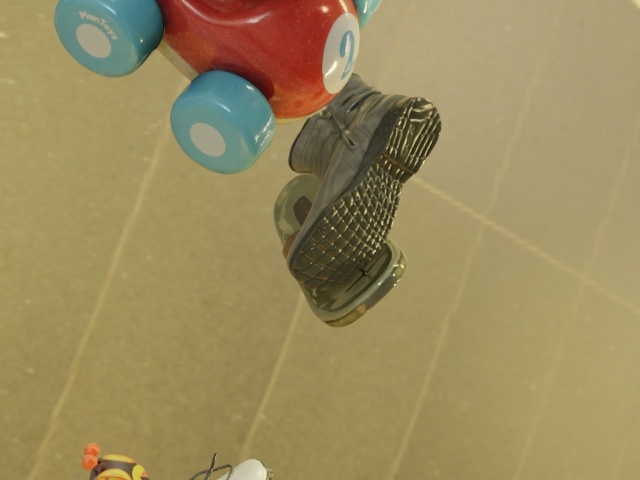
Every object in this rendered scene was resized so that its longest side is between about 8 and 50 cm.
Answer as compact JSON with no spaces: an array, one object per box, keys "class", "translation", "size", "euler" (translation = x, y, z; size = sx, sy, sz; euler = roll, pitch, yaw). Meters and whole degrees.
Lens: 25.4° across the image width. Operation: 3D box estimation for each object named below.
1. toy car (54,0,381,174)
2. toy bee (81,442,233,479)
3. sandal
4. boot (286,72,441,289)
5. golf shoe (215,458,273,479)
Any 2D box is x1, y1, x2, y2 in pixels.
[{"class":"toy car","translation":[-0.030,-0.208,0.999],"size":[0.210,0.238,0.219],"euler":[41,52,-7]},{"class":"toy bee","translation":[-0.291,0.356,1.966],"size":[0.162,0.195,0.298],"euler":[44,86,-19]},{"class":"sandal","translation":[-0.002,0.000,1.616],"size":[0.120,0.303,0.086],"euler":[-45,124,3]},{"class":"boot","translation":[0.017,-0.065,1.545],"size":[0.083,0.161,0.246],"euler":[41,78,-36]},{"class":"golf shoe","translation":[-0.187,0.420,2.219],"size":[0.273,0.105,0.120],"euler":[-41,112,-28]}]
